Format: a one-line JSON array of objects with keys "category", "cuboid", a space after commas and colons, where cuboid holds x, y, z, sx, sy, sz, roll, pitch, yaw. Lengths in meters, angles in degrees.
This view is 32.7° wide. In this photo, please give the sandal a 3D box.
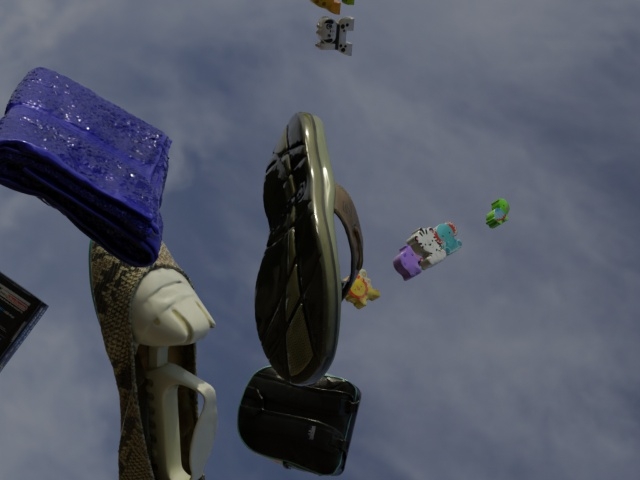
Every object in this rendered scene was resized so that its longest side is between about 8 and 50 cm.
[{"category": "sandal", "cuboid": [0.001, -0.002, 1.054, 0.120, 0.086, 0.303, -44, -145, 43]}]

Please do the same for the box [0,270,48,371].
[{"category": "box", "cuboid": [-0.483, 0.087, 1.360, 0.220, 0.051, 0.175, 34, -101, 1]}]

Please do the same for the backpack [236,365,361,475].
[{"category": "backpack", "cuboid": [-0.038, 0.290, 1.777, 0.188, 0.144, 0.166, 12, -100, 5]}]

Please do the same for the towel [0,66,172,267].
[{"category": "towel", "cuboid": [-0.278, -0.107, 1.326, 0.076, 0.227, 0.308, -49, -160, 16]}]

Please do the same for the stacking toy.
[{"category": "stacking toy", "cuboid": [0.148, 0.011, 1.516, 0.167, 0.221, 0.052, -35, -95, 47]}]

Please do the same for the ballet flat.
[{"category": "ballet flat", "cuboid": [-0.225, 0.195, 1.613, 0.182, 0.164, 0.483, 4, -78, 43]}]

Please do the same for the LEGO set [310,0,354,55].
[{"category": "LEGO set", "cuboid": [-0.003, -0.392, 1.607, 0.087, 0.093, 0.227, -137, -134, -60]}]
